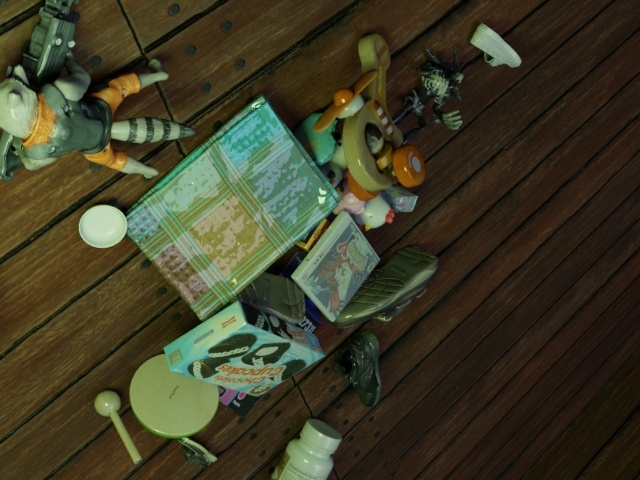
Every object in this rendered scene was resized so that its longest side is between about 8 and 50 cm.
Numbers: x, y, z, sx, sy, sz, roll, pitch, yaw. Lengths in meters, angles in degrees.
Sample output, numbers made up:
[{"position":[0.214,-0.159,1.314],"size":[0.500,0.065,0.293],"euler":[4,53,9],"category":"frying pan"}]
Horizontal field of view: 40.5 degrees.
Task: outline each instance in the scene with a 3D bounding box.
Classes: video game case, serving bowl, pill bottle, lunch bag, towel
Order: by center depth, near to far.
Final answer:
[{"position":[-0.387,-0.030,1.539],"size":[0.083,0.027,0.083],"euler":[-9,119,-16],"category":"serving bowl"},{"position":[-0.163,-0.059,1.646],"size":[0.370,0.040,0.271],"euler":[-42,110,-12],"category":"towel"},{"position":[0.038,0.059,1.885],"size":[0.183,0.023,0.201],"euler":[-52,141,-12],"category":"video game case"},{"position":[0.176,-0.101,2.056],"size":[0.083,0.071,0.053],"euler":[-2,120,-48],"category":"lunch bag"},{"position":[-0.041,0.584,2.238],"size":[0.131,0.131,0.229],"euler":[19,100,-50],"category":"pill bottle"}]

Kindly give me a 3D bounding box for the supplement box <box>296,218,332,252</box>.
[{"position":[0.000,0.000,1.912],"size":[0.081,0.104,0.188],"euler":[-57,142,-4],"category":"supplement box"}]

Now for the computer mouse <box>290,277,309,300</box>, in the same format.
[{"position":[0.007,0.098,1.993],"size":[0.242,0.041,0.071],"euler":[-9,101,-57],"category":"computer mouse"}]

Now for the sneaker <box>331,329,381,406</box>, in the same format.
[{"position":[0.092,0.355,2.264],"size":[0.130,0.087,0.228],"euler":[-26,129,-30],"category":"sneaker"}]

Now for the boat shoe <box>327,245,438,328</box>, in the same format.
[{"position":[0.163,0.142,2.158],"size":[0.355,0.132,0.130],"euler":[-26,131,-31],"category":"boat shoe"}]

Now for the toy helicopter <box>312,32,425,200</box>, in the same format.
[{"position":[0.092,-0.269,1.728],"size":[0.235,0.140,0.355],"euler":[31,54,-45],"category":"toy helicopter"}]

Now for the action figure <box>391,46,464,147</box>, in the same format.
[{"position":[0.252,-0.312,1.943],"size":[0.276,0.141,0.164],"euler":[-49,129,-8],"category":"action figure"}]

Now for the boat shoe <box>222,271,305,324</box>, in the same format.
[{"position":[-0.176,0.101,1.779],"size":[0.324,0.116,0.123],"euler":[35,48,-33],"category":"boat shoe"}]

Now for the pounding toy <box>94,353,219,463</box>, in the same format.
[{"position":[-0.329,0.348,1.780],"size":[0.236,0.183,0.110],"euler":[-26,158,-33],"category":"pounding toy"}]

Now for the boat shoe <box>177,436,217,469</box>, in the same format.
[{"position":[-0.285,0.486,1.977],"size":[0.049,0.056,0.152],"euler":[-53,141,-14],"category":"boat shoe"}]

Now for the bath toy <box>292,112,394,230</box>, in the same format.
[{"position":[0.058,-0.121,1.875],"size":[0.151,0.129,0.348],"euler":[-52,142,-7],"category":"bath toy"}]

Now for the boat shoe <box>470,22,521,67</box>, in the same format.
[{"position":[0.421,-0.454,2.086],"size":[0.063,0.066,0.184],"euler":[-50,145,13],"category":"boat shoe"}]

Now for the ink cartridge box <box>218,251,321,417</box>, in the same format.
[{"position":[-0.115,0.218,1.976],"size":[0.371,0.069,0.176],"euler":[-52,140,-10],"category":"ink cartridge box"}]

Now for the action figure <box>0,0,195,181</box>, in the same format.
[{"position":[-0.358,-0.227,1.338],"size":[0.330,0.178,0.342],"euler":[-11,125,-53],"category":"action figure"}]

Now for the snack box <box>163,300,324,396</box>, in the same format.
[{"position":[-0.147,0.229,1.768],"size":[0.187,0.060,0.322],"euler":[-33,150,16],"category":"snack box"}]
